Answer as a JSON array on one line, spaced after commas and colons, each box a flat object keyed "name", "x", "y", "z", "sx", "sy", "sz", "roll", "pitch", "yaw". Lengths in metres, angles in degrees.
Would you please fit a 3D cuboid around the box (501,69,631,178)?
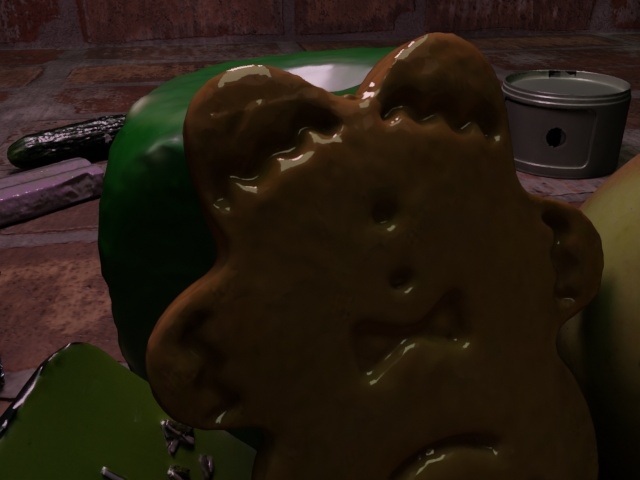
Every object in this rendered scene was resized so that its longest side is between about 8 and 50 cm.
[{"name": "box", "x": 0.446, "y": -0.223, "z": 1.193, "sx": 0.226, "sy": 0.149, "sz": 0.226, "roll": -1, "pitch": 26, "yaw": 0}]

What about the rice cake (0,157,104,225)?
[{"name": "rice cake", "x": -0.475, "y": -0.066, "z": 0.976, "sx": 0.106, "sy": 0.050, "sz": 0.298, "roll": 23, "pitch": 34, "yaw": 38}]

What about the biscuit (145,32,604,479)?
[{"name": "biscuit", "x": 0.048, "y": 0.068, "z": 0.357, "sx": 0.275, "sy": 0.355, "sz": 0.052, "roll": -11, "pitch": 3, "yaw": -17}]

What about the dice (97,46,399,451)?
[{"name": "dice", "x": 0.000, "y": 0.000, "z": 0.572, "sx": 0.287, "sy": 0.300, "sz": 0.297, "roll": 1, "pitch": 27, "yaw": 10}]

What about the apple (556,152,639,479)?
[{"name": "apple", "x": 0.319, "y": 0.068, "z": 0.430, "sx": 0.319, "sy": 0.319, "sz": 0.277, "roll": 0, "pitch": 48, "yaw": -1}]

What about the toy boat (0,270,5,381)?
[{"name": "toy boat", "x": -0.438, "y": 0.099, "z": 0.554, "sx": 0.296, "sy": 0.122, "sz": 0.114, "roll": -6, "pitch": 44, "yaw": -34}]

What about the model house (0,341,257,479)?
[{"name": "model house", "x": -0.137, "y": 0.232, "z": 0.313, "sx": 0.154, "sy": 0.207, "sz": 0.294, "roll": -38, "pitch": 23, "yaw": 28}]

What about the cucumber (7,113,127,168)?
[{"name": "cucumber", "x": -0.458, "y": -0.180, "z": 1.187, "sx": 0.241, "sy": 0.074, "sz": 0.074, "roll": -21, "pitch": 33, "yaw": -35}]
